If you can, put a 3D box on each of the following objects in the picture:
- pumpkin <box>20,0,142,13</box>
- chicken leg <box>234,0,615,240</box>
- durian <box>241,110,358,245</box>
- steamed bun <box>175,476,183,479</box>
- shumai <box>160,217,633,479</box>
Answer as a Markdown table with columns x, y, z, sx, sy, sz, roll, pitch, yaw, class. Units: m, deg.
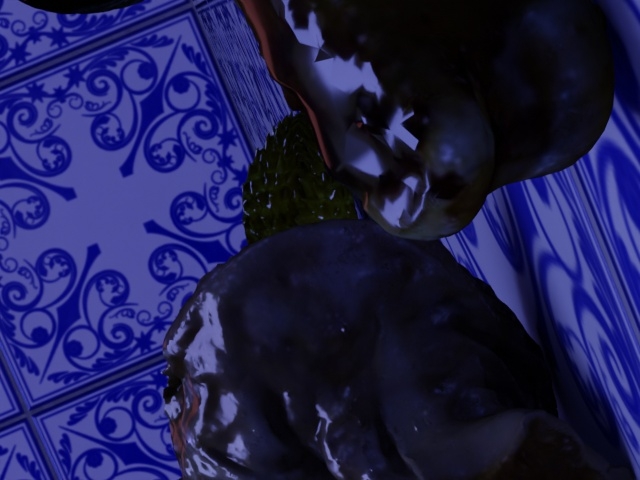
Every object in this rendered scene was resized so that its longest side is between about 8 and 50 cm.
| x | y | z | sx | sy | sz | roll | pitch | yaw | class |
| --- | --- | --- | --- | --- | --- | --- | --- | --- | --- |
| -0.156 | -0.256 | 1.248 | 0.220 | 0.162 | 0.220 | -12 | -90 | -78 | pumpkin |
| -0.059 | -0.177 | 0.494 | 0.211 | 0.140 | 0.361 | -147 | 37 | -70 | chicken leg |
| 0.000 | 0.000 | 1.450 | 0.100 | 0.086 | 0.215 | 11 | -113 | -68 | durian |
| 0.033 | 0.268 | 1.177 | 0.235 | 0.248 | 0.379 | 62 | -174 | 35 | steamed bun |
| 0.031 | 0.094 | 0.779 | 0.209 | 0.161 | 0.153 | 71 | 171 | -48 | shumai |
